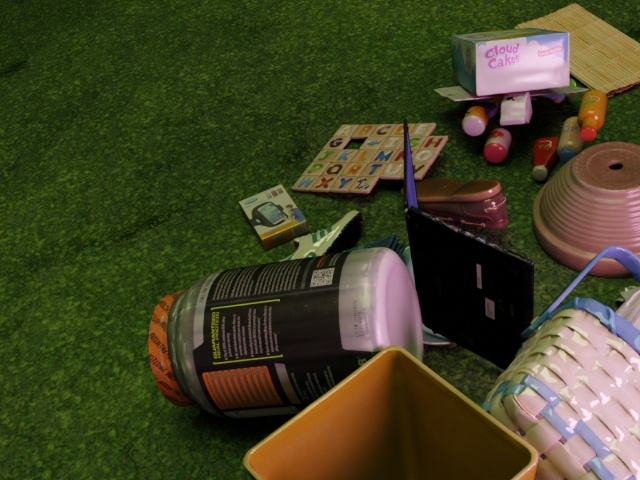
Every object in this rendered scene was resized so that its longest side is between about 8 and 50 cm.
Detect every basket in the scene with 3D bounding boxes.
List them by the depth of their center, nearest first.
[{"bbox_3d":[0.315,0.163,0.919,0.289,0.201,0.255,-33,74,-24],"label":"basket"}]

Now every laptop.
[{"bbox_3d":[0.185,0.012,1.100,0.264,0.234,0.136,27,60,32],"label":"laptop"}]

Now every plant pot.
[{"bbox_3d":[0.081,0.278,0.897,0.212,0.187,0.212,-34,43,-22],"label":"plant pot"},{"bbox_3d":[0.427,-0.065,1.258,0.237,0.110,0.237,-8,41,7],"label":"plant pot"}]

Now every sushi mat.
[{"bbox_3d":[0.510,-0.366,1.650,0.151,0.019,0.316,-21,41,-10],"label":"sushi mat"}]

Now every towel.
[{"bbox_3d":[0.065,0.030,1.276,0.119,0.029,0.067,-17,31,44],"label":"towel"}]

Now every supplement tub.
[{"bbox_3d":[-0.043,0.121,1.093,0.315,0.194,0.194,-8,39,20],"label":"supplement tub"}]

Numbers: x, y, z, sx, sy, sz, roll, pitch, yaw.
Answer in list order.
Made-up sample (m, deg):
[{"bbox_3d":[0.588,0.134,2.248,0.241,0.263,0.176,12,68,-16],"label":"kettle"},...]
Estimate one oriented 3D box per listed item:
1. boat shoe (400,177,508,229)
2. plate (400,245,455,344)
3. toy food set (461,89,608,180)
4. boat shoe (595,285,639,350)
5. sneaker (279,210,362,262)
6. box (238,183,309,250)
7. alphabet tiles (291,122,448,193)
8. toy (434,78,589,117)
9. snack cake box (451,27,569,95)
[{"bbox_3d":[0.202,-0.053,1.333,0.073,0.073,0.207,-32,22,-24],"label":"boat shoe"},{"bbox_3d":[0.169,0.075,1.224,0.188,0.024,0.188,-6,47,6],"label":"plate"},{"bbox_3d":[0.338,-0.165,1.393,0.232,0.111,0.104,0,38,26],"label":"toy food set"},{"bbox_3d":[0.411,0.090,1.124,0.063,0.066,0.184,25,63,36],"label":"boat shoe"},{"bbox_3d":[0.000,0.000,1.344,0.075,0.057,0.161,23,55,29],"label":"sneaker"},{"bbox_3d":[-0.081,-0.044,1.445,0.081,0.028,0.136,-24,43,-11],"label":"box"},{"bbox_3d":[0.092,-0.144,1.495,0.237,0.009,0.198,4,42,35],"label":"alphabet tiles"},{"bbox_3d":[0.332,-0.244,1.523,0.237,0.056,0.137,-8,18,-6],"label":"toy"},{"bbox_3d":[0.320,-0.314,1.500,0.152,0.089,0.264,-5,16,1],"label":"snack cake box"}]
